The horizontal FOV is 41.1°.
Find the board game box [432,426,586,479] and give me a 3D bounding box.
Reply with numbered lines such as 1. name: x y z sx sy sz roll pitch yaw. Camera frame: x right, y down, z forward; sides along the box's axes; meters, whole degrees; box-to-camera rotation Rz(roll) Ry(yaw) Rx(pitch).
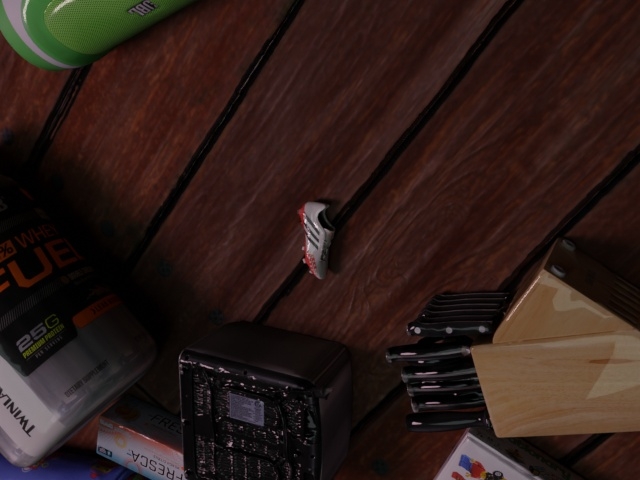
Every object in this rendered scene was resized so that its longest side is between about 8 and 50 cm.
1. board game box: 0.176 0.351 0.909 0.193 0.053 0.305 32 120 12

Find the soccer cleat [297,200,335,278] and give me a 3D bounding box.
1. soccer cleat: 0.000 0.000 0.874 0.036 0.029 0.083 -3 103 31

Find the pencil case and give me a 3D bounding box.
1. pencil case: -0.354 0.340 1.117 0.306 0.119 0.133 1 104 26

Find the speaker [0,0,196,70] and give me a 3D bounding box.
1. speaker: -0.168 -0.264 0.795 0.297 0.131 0.131 -19 100 30

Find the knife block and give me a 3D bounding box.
1. knife block: 0.206 0.134 0.793 0.276 0.088 0.242 34 120 10

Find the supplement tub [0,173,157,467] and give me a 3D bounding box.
1. supplement tub: -0.363 0.069 0.968 0.338 0.207 0.207 48 121 1

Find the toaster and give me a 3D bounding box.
1. toaster: -0.053 0.189 0.923 0.186 0.110 0.168 10 113 22

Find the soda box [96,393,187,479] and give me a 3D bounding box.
1. soda box: -0.181 0.257 1.039 0.183 0.058 0.063 20 116 18
